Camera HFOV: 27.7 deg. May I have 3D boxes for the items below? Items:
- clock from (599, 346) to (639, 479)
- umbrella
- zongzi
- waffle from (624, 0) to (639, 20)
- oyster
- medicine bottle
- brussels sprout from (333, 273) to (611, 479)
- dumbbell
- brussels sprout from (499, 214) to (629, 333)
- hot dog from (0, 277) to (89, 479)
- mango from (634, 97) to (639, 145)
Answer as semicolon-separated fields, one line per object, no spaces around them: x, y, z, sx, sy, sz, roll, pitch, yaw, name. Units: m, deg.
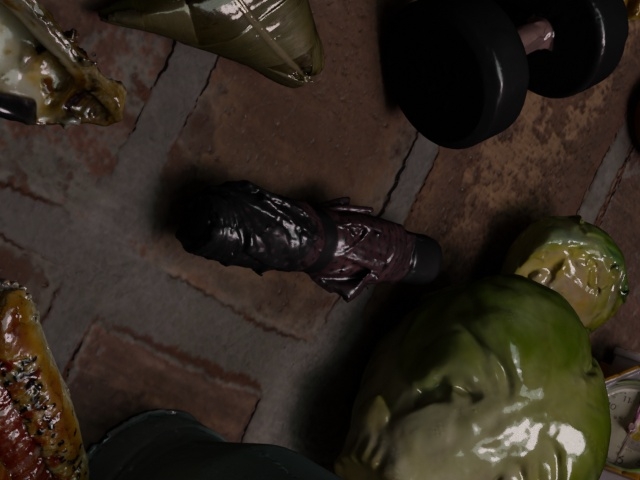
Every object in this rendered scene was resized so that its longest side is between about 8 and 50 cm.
0.396;0.285;1.657;0.310;0.235;0.166;-61;155;-24;clock
0.000;0.000;1.245;0.326;0.094;0.090;10;106;-47;umbrella
-0.085;-0.172;1.111;0.176;0.078;0.160;-36;129;-16;zongzi
0.346;-0.385;1.456;0.281;0.058;0.301;31;85;-46;waffle
-0.275;-0.148;0.939;0.345;0.078;0.129;19;113;-49;oyster
-0.076;0.291;1.146;0.245;0.290;0.245;-20;121;-37;medicine bottle
0.172;0.195;1.384;0.317;0.242;0.274;-53;129;-14;brussels sprout
0.189;-0.196;1.307;0.218;0.152;0.153;-27;123;-35;dumbbell
0.272;0.038;1.514;0.151;0.122;0.149;-15;114;-1;brussels sprout
-0.266;0.153;1.058;0.144;0.075;0.268;-35;130;-33;hot dog
0.453;-0.136;1.643;0.115;0.089;0.165;-60;140;-22;mango
